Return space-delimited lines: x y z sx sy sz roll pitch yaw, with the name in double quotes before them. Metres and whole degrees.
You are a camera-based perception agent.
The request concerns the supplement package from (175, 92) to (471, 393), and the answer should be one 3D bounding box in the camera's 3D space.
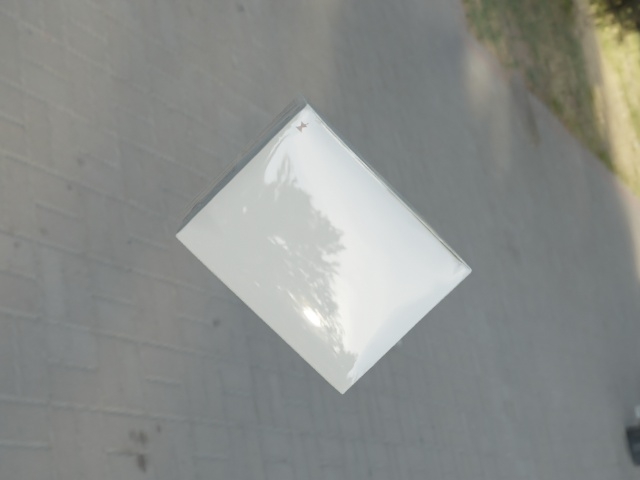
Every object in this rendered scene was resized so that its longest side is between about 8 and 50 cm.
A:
"supplement package" 0.000 0.000 1.283 0.262 0.204 0.145 45 6 -11
